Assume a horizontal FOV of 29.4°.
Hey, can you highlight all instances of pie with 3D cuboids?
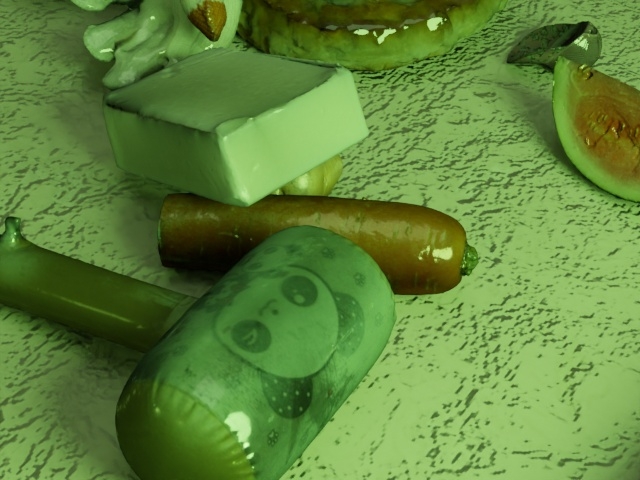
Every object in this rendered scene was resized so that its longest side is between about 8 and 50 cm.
[{"bbox_3d":[0.032,-0.262,1.138,0.315,0.092,0.315,0,47,0],"label":"pie"}]

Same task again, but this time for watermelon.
[{"bbox_3d":[0.242,-0.069,0.965,0.069,0.087,0.163,-48,58,-6],"label":"watermelon"}]

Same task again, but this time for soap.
[{"bbox_3d":[-0.068,-0.088,0.884,0.121,0.064,0.183,-31,29,-28],"label":"soap"}]

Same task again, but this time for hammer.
[{"bbox_3d":[-0.119,0.047,0.794,0.305,0.113,0.202,19,41,26],"label":"hammer"}]

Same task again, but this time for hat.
[{"bbox_3d":[0.211,-0.165,1.088,0.087,0.042,0.058,-15,26,30],"label":"hat"}]

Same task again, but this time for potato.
[{"bbox_3d":[-0.020,-0.050,0.929,0.068,0.062,0.083,55,32,9],"label":"potato"}]

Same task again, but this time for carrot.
[{"bbox_3d":[0.000,0.000,0.866,0.225,0.067,0.067,5,43,2],"label":"carrot"}]

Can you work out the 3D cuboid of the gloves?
[{"bbox_3d":[-0.123,-0.218,1.031,0.140,0.219,0.131,-2,3,24],"label":"gloves"}]
